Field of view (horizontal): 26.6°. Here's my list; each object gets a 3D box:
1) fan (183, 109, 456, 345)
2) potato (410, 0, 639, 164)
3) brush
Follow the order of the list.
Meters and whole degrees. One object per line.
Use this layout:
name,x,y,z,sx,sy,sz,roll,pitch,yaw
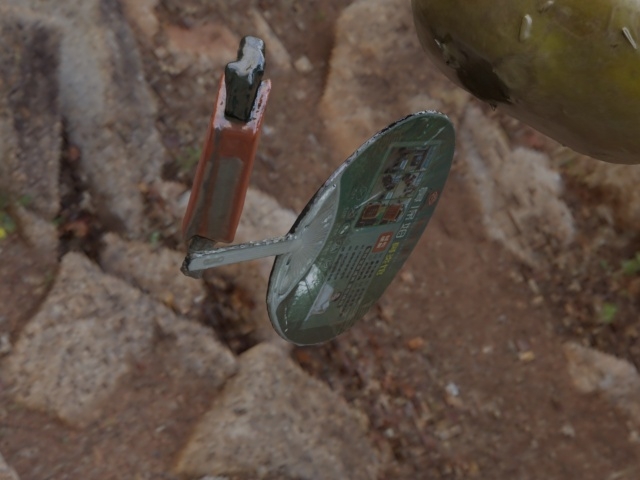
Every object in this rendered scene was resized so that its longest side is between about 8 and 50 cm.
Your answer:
fan,0.024,-0.022,1.057,0.012,0.223,0.294,39,-2,26
potato,0.189,-0.141,0.964,0.141,0.296,0.191,-54,148,-20
brush,-0.083,-0.057,1.178,0.051,0.323,0.070,12,56,-8
